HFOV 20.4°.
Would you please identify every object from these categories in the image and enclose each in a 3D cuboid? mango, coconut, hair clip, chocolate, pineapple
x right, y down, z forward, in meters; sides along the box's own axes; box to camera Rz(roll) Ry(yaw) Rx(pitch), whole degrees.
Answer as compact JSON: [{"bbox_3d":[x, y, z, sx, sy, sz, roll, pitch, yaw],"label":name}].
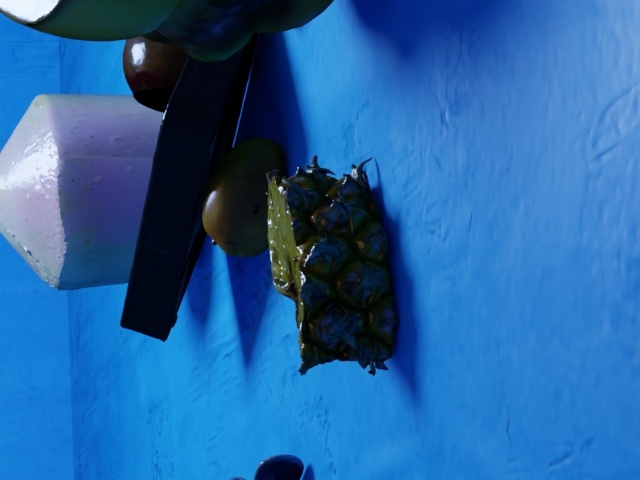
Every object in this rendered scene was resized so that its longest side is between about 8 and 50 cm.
[{"bbox_3d":[-0.067,-0.041,1.664,0.060,0.080,0.114,-84,16,-79],"label":"mango"},{"bbox_3d":[-0.267,-0.057,2.077,0.233,0.245,0.233,178,90,-78],"label":"coconut"},{"bbox_3d":[-0.062,0.252,1.704,0.275,0.048,0.083,146,118,-74],"label":"hair clip"},{"bbox_3d":[-0.149,-0.211,1.943,0.124,0.127,0.133,-14,61,44],"label":"chocolate"},{"bbox_3d":[0.001,0.000,1.386,0.233,0.079,0.135,-120,35,-62],"label":"pineapple"}]

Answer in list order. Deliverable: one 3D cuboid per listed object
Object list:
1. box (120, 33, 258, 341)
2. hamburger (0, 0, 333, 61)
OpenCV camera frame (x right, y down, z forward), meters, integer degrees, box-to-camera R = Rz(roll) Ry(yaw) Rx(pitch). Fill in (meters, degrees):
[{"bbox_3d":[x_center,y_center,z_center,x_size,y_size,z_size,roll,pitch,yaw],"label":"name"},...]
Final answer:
[{"bbox_3d":[-0.128,-0.073,1.780,0.350,0.058,0.211,107,-178,-50],"label":"box"},{"bbox_3d":[-0.102,-0.330,1.347,0.396,0.277,0.396,19,112,59],"label":"hamburger"}]
